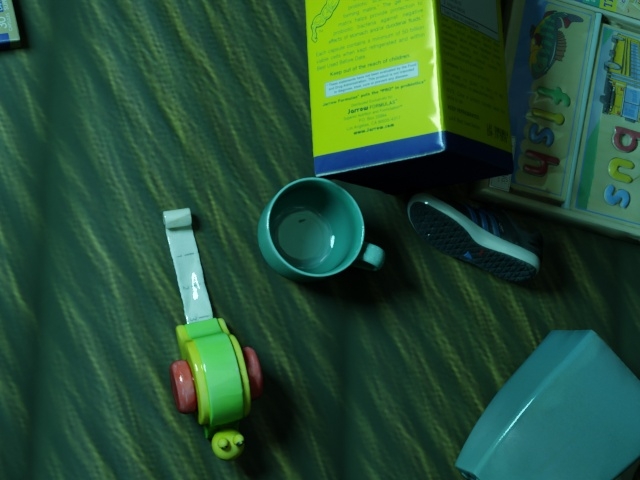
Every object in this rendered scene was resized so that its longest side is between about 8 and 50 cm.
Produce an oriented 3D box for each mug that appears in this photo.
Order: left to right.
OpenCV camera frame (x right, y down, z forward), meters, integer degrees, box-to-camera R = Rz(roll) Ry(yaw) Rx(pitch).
[{"bbox_3d":[-0.009,0.001,1.616,0.129,0.097,0.157,-35,91,-17],"label":"mug"}]

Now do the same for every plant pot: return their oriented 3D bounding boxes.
[{"bbox_3d":[0.304,0.257,1.624,0.234,0.165,0.165,-43,93,-9],"label":"plant pot"}]

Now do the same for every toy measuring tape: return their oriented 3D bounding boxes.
[{"bbox_3d":[-0.143,0.113,1.555,0.121,0.121,0.330,-10,83,-16],"label":"toy measuring tape"}]

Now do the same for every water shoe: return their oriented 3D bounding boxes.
[{"bbox_3d":[0.212,-0.016,1.701,0.203,0.073,0.080,31,48,-7],"label":"water shoe"}]

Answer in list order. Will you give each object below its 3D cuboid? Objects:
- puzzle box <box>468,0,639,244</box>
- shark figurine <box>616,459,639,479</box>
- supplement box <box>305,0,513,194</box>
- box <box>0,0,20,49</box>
[{"bbox_3d":[0.377,-0.220,1.775,0.272,0.052,0.409,14,77,-12],"label":"puzzle box"},{"bbox_3d":[0.416,0.350,1.682,0.278,0.166,0.116,-44,119,-34],"label":"shark figurine"},{"bbox_3d":[0.111,-0.256,1.602,0.194,0.195,0.356,10,74,-55],"label":"supplement box"},{"bbox_3d":[-0.507,-0.297,1.574,0.225,0.036,0.136,-12,84,-15],"label":"box"}]
